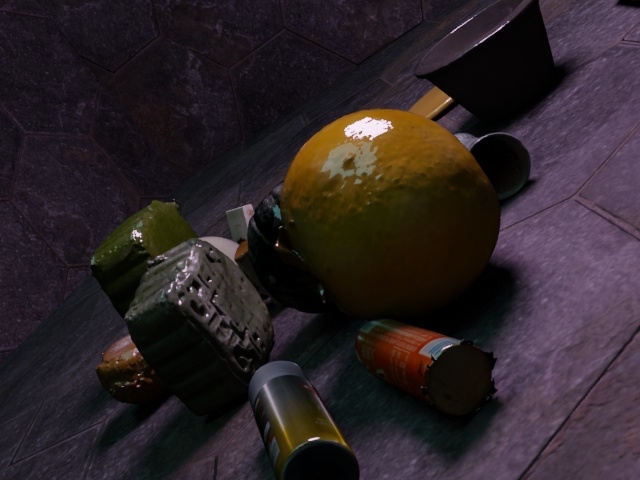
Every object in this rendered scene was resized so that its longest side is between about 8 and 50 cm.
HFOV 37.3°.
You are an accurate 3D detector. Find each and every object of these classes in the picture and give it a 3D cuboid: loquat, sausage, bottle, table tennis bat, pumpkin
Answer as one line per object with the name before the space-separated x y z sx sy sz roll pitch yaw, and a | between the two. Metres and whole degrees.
loquat | 0.074 -0.026 1.167 0.275 0.275 0.275 -35 14 10
sausage | 0.098 0.126 1.020 0.083 0.083 0.264 -41 12 -11
bottle | -0.026 0.207 1.048 0.082 0.082 0.286 -39 14 -3
table tennis bat | 0.295 -0.338 2.105 0.321 0.050 0.198 -34 15 30
pumpkin | 0.000 0.000 1.381 0.220 0.220 0.162 -39 48 -6

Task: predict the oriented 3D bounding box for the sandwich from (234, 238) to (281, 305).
sandwich | -0.018 -0.002 1.631 0.235 0.122 0.128 -34 12 13

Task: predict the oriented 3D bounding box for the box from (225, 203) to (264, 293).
box | -0.132 0.019 1.776 0.024 0.167 0.090 -16 3 -27

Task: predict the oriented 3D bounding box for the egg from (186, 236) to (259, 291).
egg | -0.210 0.090 1.677 0.183 0.183 0.217 -30 0 30

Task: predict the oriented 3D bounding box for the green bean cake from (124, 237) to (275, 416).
green bean cake | -0.177 0.119 1.429 0.125 0.222 0.227 -33 18 21

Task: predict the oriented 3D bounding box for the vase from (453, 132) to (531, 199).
vase | 0.239 -0.121 1.440 0.096 0.096 0.219 -38 11 1

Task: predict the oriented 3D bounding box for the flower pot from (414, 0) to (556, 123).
flower pot | 0.320 -0.323 1.739 0.269 0.166 0.269 -33 15 10

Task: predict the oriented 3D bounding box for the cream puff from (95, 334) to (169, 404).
cream puff | -0.312 0.224 1.656 0.150 0.115 0.165 -21 11 31

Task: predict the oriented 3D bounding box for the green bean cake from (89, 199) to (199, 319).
green bean cake | -0.318 0.070 1.892 0.156 0.250 0.247 -33 15 18
